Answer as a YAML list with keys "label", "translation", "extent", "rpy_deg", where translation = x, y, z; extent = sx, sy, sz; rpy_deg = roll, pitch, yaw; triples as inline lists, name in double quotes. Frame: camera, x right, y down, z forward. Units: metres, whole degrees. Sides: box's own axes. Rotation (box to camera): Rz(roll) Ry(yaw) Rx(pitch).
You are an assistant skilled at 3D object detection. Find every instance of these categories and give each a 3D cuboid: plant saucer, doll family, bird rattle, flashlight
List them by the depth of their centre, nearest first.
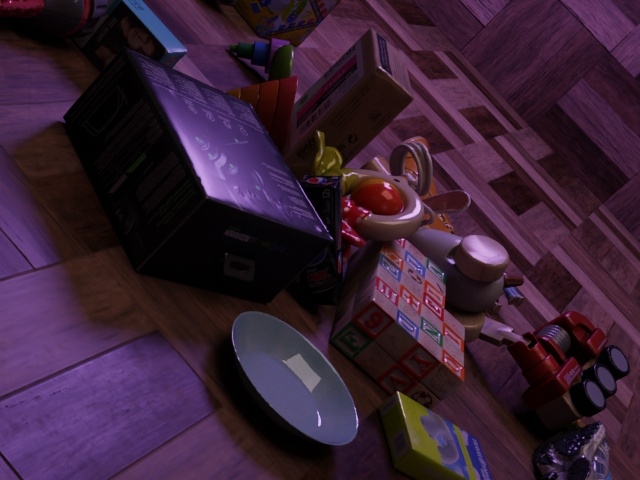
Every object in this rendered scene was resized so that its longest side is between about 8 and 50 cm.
- label: "plant saucer"
  translation: [-0.039, 0.167, 1.370]
  extent: [0.195, 0.037, 0.195]
  rpy_deg: [38, 22, -19]
- label: "flashlight"
  translation: [-0.385, -0.299, 1.507]
  extent: [0.304, 0.103, 0.103]
  rpy_deg: [-38, 114, -68]
- label: "bird rattle"
  translation: [0.054, -0.058, 1.743]
  extent: [0.207, 0.143, 0.253]
  rpy_deg: [3, 24, -12]
- label: "doll family"
  translation: [0.292, 0.066, 2.154]
  extent: [0.193, 0.076, 0.111]
  rpy_deg: [29, 21, -49]

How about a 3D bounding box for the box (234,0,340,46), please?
- label: "box"
  translation: [-0.077, -0.600, 2.401]
  extent: [0.290, 0.279, 0.177]
  rpy_deg: [51, 21, 16]

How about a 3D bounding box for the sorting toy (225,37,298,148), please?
- label: "sorting toy"
  translation: [-0.115, -0.272, 2.012]
  extent: [0.126, 0.127, 0.365]
  rpy_deg: [9, 26, -9]

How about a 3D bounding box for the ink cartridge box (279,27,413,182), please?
- label: "ink cartridge box"
  translation: [0.038, -0.216, 1.956]
  extent: [0.088, 0.235, 0.193]
  rpy_deg: [38, 21, -21]

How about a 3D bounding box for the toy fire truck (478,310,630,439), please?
- label: "toy fire truck"
  translation: [0.354, 0.179, 1.946]
  extent: [0.246, 0.158, 0.217]
  rpy_deg: [55, 35, 2]

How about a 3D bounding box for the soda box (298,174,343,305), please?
- label: "soda box"
  translation: [0.000, 0.000, 1.591]
  extent: [0.053, 0.169, 0.060]
  rpy_deg: [2, 19, 10]

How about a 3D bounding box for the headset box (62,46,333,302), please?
- label: "headset box"
  translation: [-0.147, -0.069, 1.475]
  extent: [0.246, 0.131, 0.283]
  rpy_deg: [18, 34, -52]

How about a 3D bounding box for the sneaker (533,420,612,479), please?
- label: "sneaker"
  translation: [0.383, 0.366, 1.753]
  extent: [0.122, 0.110, 0.283]
  rpy_deg: [62, 22, -6]

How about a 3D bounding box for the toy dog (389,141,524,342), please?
- label: "toy dog"
  translation: [0.210, 0.007, 1.945]
  extent: [0.161, 0.220, 0.333]
  rpy_deg: [-5, 59, -39]

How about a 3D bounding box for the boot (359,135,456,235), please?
- label: "boot"
  translation: [0.184, -0.074, 2.188]
  extent: [0.211, 0.104, 0.295]
  rpy_deg: [52, 26, 3]

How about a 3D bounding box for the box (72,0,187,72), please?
- label: "box"
  translation: [-0.309, -0.320, 1.682]
  extent: [0.244, 0.100, 0.060]
  rpy_deg: [48, 22, 7]

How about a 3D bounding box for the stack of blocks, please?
- label: "stack of blocks"
  translation: [0.119, 0.107, 1.712]
  extent: [0.171, 0.087, 0.297]
  rpy_deg: [42, 21, -10]

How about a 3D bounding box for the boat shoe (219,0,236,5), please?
- label: "boat shoe"
  translation: [-0.223, -0.531, 2.303]
  extent: [0.219, 0.078, 0.070]
  rpy_deg: [58, -11, 38]

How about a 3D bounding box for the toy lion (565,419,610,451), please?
- label: "toy lion"
  translation: [0.436, 0.318, 2.011]
  extent: [0.100, 0.034, 0.096]
  rpy_deg: [38, 14, -20]

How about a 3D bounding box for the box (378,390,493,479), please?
- label: "box"
  translation: [0.159, 0.278, 1.532]
  extent: [0.178, 0.042, 0.109]
  rpy_deg: [33, 24, -29]
